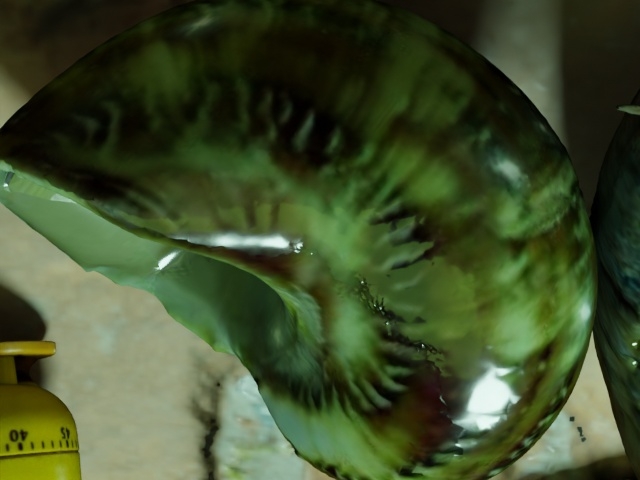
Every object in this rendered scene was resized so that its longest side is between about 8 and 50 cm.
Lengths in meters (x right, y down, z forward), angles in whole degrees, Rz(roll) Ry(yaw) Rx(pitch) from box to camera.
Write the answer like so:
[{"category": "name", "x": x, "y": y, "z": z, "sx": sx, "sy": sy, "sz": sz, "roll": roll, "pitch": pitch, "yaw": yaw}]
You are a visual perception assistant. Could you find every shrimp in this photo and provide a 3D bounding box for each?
[{"category": "shrimp", "x": 0.124, "y": 0.028, "z": 0.461, "sx": 0.058, "sy": 0.169, "sz": 0.296, "roll": -16, "pitch": 150, "yaw": -5}]

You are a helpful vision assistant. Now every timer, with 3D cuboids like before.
[{"category": "timer", "x": -0.145, "y": 0.099, "z": 0.619, "sx": 0.107, "sy": 0.109, "sz": 0.107, "roll": -7, "pitch": 172, "yaw": -1}]

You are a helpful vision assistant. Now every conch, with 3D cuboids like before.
[{"category": "conch", "x": 0.002, "y": -0.002, "z": 0.516, "sx": 0.187, "sy": 0.124, "sz": 0.181, "roll": 15, "pitch": 149, "yaw": 30}]

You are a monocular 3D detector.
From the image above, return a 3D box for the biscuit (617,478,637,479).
[{"category": "biscuit", "x": 0.064, "y": 0.214, "z": 0.743, "sx": 0.325, "sy": 0.044, "sz": 0.217, "roll": -17, "pitch": 125, "yaw": 20}]
